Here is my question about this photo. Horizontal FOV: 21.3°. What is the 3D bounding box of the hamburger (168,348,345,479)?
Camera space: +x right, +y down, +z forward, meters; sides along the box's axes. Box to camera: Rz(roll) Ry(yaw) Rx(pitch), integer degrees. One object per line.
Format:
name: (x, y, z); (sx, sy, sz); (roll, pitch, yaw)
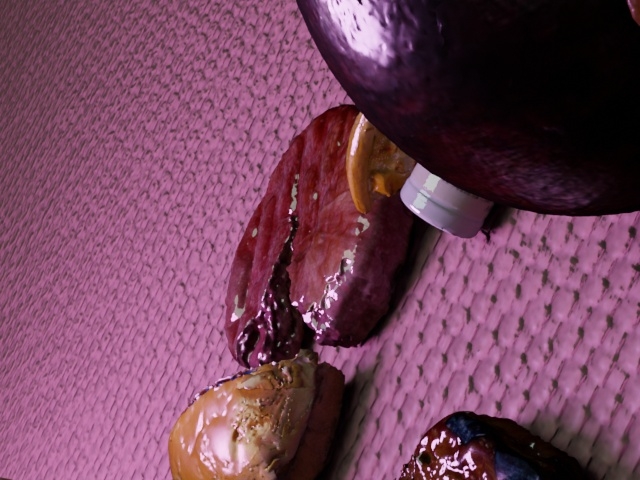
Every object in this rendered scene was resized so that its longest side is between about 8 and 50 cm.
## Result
hamburger: (-0.053, 0.152, 1.182); (0.176, 0.087, 0.102); (-39, 36, 42)

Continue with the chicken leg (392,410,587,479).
chicken leg: (0.080, 0.150, 0.968); (0.253, 0.051, 0.106); (-11, 66, 65)

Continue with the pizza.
pizza: (0.068, -0.072, 1.109); (0.026, 0.108, 0.123); (54, 147, 37)

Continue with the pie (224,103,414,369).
pie: (0.000, 0.000, 1.241); (0.218, 0.054, 0.204); (-8, 64, 64)

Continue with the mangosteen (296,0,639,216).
mangosteen: (0.145, -0.170, 0.807); (0.347, 0.307, 0.307); (-13, 59, 50)

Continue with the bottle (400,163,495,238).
bottle: (0.126, -0.104, 1.064); (0.217, 0.060, 0.060); (-59, 26, 16)

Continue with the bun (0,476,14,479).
bun: (-0.239, 0.352, 1.188); (0.227, 0.349, 0.352); (10, 59, 22)
